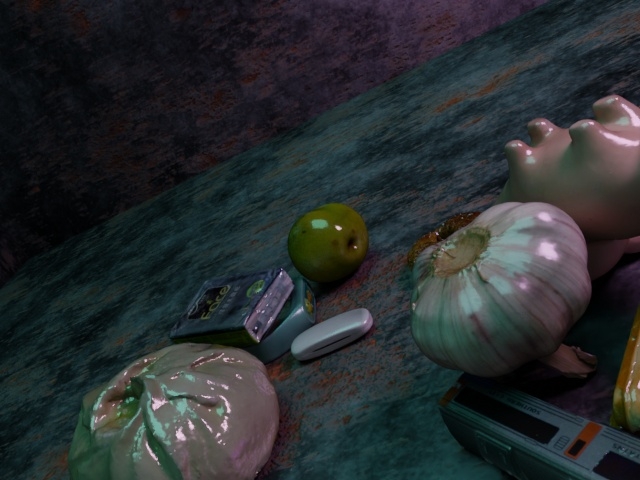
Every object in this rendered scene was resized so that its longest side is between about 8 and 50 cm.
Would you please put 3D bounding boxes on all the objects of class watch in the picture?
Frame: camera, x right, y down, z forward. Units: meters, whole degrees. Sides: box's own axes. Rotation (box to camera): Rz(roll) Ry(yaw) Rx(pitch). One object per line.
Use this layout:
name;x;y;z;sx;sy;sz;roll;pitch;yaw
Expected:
watch;-0.101;0.160;1.382;0.195;0.068;0.237;-27;26;14

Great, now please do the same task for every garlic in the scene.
garlic;0.257;0.090;0.849;0.245;0.253;0.245;-44;14;14

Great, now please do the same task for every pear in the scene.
pear;0.000;0.000;1.436;0.216;0.166;0.180;14;46;45

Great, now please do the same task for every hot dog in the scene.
hot dog;0.388;0.139;0.774;0.062;0.092;0.236;9;44;32

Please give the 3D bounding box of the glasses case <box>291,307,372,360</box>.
glasses case;0.020;0.173;1.225;0.164;0.041;0.063;-25;24;12

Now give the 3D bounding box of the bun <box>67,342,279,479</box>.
bun;-0.250;0.295;1.078;0.364;0.219;0.365;-23;22;10

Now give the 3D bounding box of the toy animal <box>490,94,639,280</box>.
toy animal;0.373;-0.054;0.950;0.237;0.269;0.326;-34;9;-19

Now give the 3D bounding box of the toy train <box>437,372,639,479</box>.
toy train;0.286;0.243;0.689;0.089;0.086;0.409;-40;24;-19

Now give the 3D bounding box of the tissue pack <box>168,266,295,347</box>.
tissue pack;-0.179;0.142;1.345;0.235;0.073;0.173;-12;34;40

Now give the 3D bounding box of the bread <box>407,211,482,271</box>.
bread;0.249;0.006;1.268;0.193;0.064;0.193;-28;19;11
